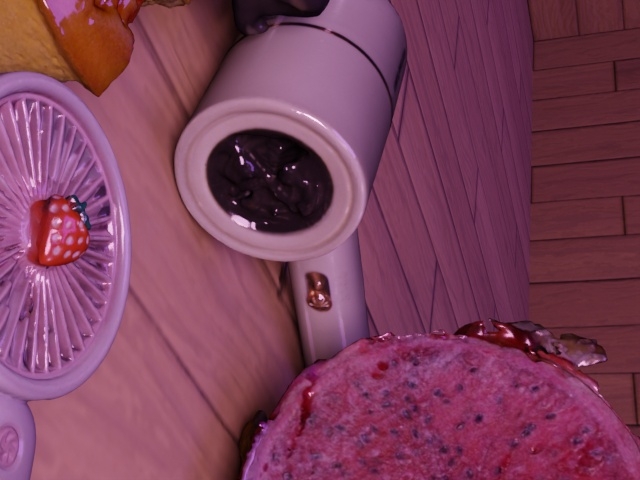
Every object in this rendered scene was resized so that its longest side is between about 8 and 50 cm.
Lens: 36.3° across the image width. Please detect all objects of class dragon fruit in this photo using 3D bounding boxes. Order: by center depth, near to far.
[{"bbox_3d":[0.067,0.239,0.694,0.263,0.314,0.296,88,-15,-54],"label":"dragon fruit"}]

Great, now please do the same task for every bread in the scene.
[{"bbox_3d":[-0.116,-0.144,0.442,0.156,0.086,0.125,-67,147,-56],"label":"bread"}]

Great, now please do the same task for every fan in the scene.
[{"bbox_3d":[-0.131,0.053,0.372,0.130,0.074,0.244,49,41,-63],"label":"fan"}]

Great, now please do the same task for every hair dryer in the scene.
[{"bbox_3d":[0.000,0.000,0.751,0.203,0.128,0.362,-72,160,-50],"label":"hair dryer"}]

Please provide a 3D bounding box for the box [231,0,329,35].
[{"bbox_3d":[-0.003,-0.348,0.627,0.350,0.091,0.359,-86,-179,-55],"label":"box"}]
